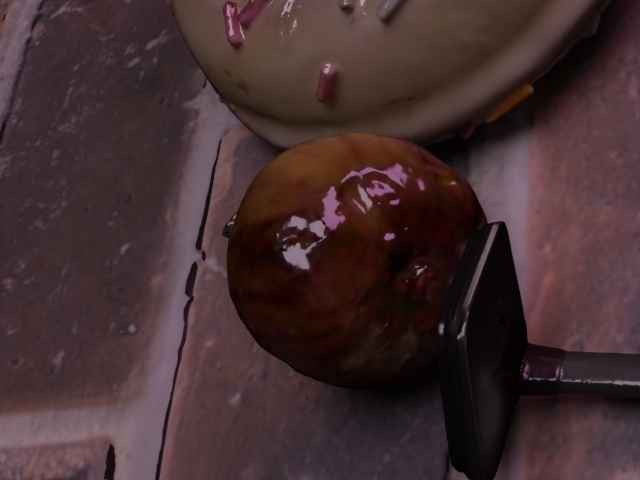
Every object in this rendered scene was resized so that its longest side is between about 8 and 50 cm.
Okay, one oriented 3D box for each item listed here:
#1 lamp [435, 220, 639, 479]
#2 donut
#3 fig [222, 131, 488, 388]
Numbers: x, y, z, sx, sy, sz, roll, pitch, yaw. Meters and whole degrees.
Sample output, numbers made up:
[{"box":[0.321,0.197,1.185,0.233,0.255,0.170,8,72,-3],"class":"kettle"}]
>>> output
[{"box":[0.173,0.067,0.525,0.283,0.125,0.203,-12,28,32],"class":"lamp"},{"box":[0.046,-0.241,0.808,0.382,0.142,0.383,-17,55,26],"class":"donut"},{"box":[0.002,-0.010,0.709,0.160,0.143,0.231,-18,38,-19],"class":"fig"}]
